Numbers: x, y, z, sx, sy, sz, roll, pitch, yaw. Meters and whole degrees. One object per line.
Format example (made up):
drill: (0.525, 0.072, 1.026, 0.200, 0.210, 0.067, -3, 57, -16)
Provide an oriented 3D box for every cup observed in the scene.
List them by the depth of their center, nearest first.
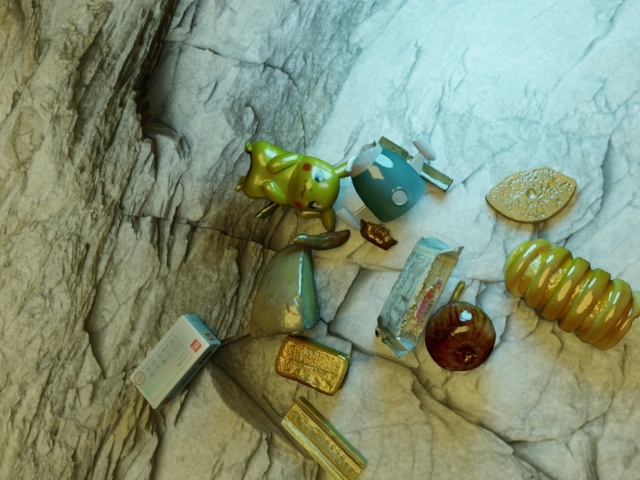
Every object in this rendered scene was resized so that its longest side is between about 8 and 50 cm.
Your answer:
cup: (0.157, -0.160, 1.382, 0.299, 0.167, 0.173, -43, 108, 7)

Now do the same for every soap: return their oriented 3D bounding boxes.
soap: (0.007, 0.542, 1.441, 0.252, 0.037, 0.092, 41, 97, 18)

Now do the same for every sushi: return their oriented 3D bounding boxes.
sushi: (0.155, -0.019, 1.462, 0.118, 0.061, 0.060, 33, 85, -1)

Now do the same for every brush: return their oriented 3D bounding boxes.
brush: (0.254, -0.209, 1.466, 0.248, 0.036, 0.043, 37, 90, 25)

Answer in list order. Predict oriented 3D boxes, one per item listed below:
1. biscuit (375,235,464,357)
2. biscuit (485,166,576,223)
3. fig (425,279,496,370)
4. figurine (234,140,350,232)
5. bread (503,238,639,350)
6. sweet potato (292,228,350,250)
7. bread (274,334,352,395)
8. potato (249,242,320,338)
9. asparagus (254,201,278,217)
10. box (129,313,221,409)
biscuit: (0.238, 0.132, 1.360, 0.079, 0.186, 0.309, 24, 91, -18)
biscuit: (0.535, -0.113, 1.362, 0.220, 0.029, 0.142, -13, 78, 15)
fig: (0.338, 0.219, 1.333, 0.175, 0.207, 0.175, -2, 116, -4)
figurine: (-0.066, -0.153, 1.466, 0.326, 0.169, 0.218, 20, 109, 12)
bread: (0.584, 0.118, 1.268, 0.311, 0.121, 0.173, 33, 94, 20)
sweet potato: (0.000, 0.002, 1.469, 0.054, 0.182, 0.053, -1, 94, 57)
bread: (-0.020, 0.336, 1.456, 0.200, 0.077, 0.116, 17, 90, 21)
potato: (-0.121, 0.129, 1.456, 0.211, 0.189, 0.264, -8, 80, 17)
asparagus: (-0.094, -0.129, 1.567, 0.236, 0.027, 0.034, -32, 59, 9)
box: (-0.432, 0.356, 1.585, 0.135, 0.079, 0.269, 43, 97, 19)
